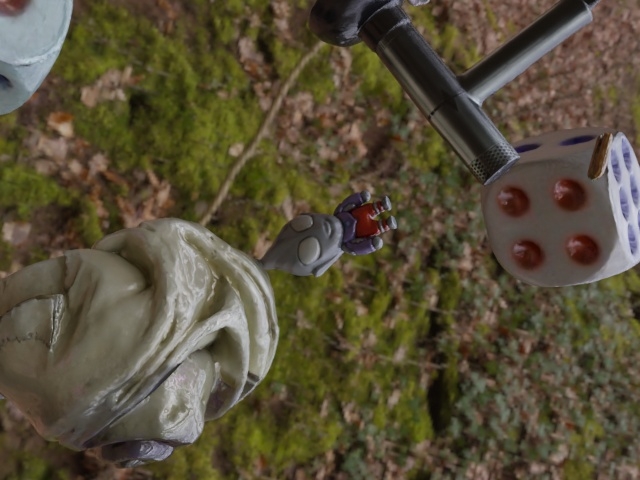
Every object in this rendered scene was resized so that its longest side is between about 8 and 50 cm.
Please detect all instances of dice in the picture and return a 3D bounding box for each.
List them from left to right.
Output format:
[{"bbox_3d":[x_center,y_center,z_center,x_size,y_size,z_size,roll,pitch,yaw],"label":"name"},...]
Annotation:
[{"bbox_3d":[-0.633,-0.407,1.724,0.262,0.264,0.268,-17,-124,44],"label":"dice"},{"bbox_3d":[0.466,-0.065,1.792,0.243,0.251,0.259,-40,117,-54],"label":"dice"}]

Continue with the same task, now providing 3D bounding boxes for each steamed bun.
[{"bbox_3d":[-0.218,0.152,1.122,0.347,0.393,0.238,-58,-135,50],"label":"steamed bun"}]

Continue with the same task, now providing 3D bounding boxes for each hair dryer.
[{"bbox_3d":[0.193,-0.265,1.232,0.284,0.320,0.156,-43,172,-19],"label":"hair dryer"}]

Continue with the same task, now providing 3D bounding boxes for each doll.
[{"bbox_3d":[0.000,0.000,1.353,0.075,0.227,0.102,44,31,-58],"label":"doll"}]

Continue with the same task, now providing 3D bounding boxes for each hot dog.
[{"bbox_3d":[0.438,-0.129,1.470,0.037,0.021,0.083,172,-63,-75],"label":"hot dog"}]

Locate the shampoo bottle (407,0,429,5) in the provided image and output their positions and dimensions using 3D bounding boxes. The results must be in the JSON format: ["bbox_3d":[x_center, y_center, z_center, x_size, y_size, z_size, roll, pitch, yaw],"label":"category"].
[{"bbox_3d":[0.140,-0.471,1.587,0.227,0.055,0.086,-105,-174,-57],"label":"shampoo bottle"}]
